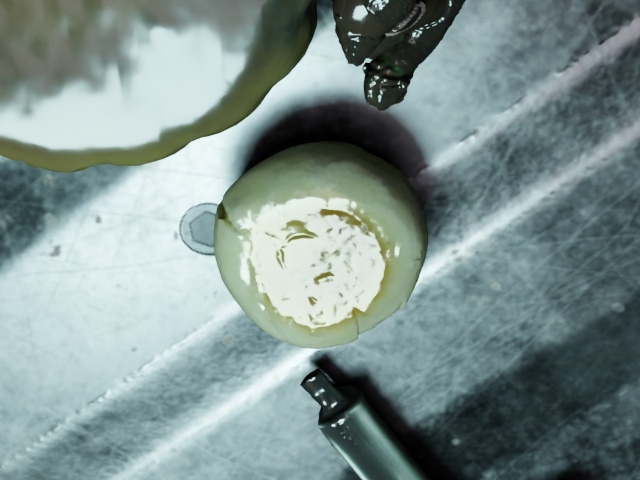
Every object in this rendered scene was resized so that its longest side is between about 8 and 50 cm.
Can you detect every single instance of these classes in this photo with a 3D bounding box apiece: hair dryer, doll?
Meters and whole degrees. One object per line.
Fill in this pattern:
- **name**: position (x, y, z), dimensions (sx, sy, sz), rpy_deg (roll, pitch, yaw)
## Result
- **hair dryer**: position (0.035, 0.259, 1.054), dimensions (0.284, 0.156, 0.320), rpy_deg (45, 96, -2)
- **doll**: position (0.053, -0.156, 0.790), dimensions (0.057, 0.139, 0.165), rpy_deg (31, 122, 23)

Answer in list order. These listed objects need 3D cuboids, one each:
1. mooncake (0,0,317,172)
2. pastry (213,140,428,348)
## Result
- **mooncake**: position (-0.134, -0.193, 0.737), dimensions (0.290, 0.161, 0.290), rpy_deg (0, 117, -1)
- **pastry**: position (0.000, 0.000, 0.889), dimensions (0.156, 0.092, 0.156), rpy_deg (-2, 116, -3)
